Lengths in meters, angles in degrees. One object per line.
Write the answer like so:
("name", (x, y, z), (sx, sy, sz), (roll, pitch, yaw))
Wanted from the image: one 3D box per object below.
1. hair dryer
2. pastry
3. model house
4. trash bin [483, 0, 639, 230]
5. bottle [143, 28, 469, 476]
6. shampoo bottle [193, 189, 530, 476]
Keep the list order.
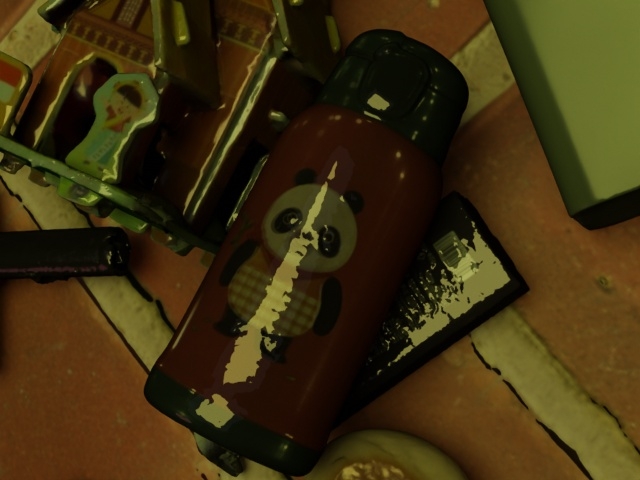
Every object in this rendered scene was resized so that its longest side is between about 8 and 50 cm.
("hair dryer", (-0.290, 0.025, 1.113), (0.251, 0.089, 0.197), (-7, 80, 24))
("pastry", (0.051, 0.227, 0.945), (0.156, 0.092, 0.156), (-5, 70, 13))
("model house", (-0.154, -0.185, 0.995), (0.340, 0.300, 0.324), (25, 86, 23))
("trash bin", (0.231, -0.203, 0.908), (0.223, 0.158, 0.343), (-21, 76, 18))
("bottle", (0.000, 0.000, 0.912), (0.144, 0.144, 0.336), (23, 83, 23))
("shampoo bottle", (0.019, 0.089, 0.995), (0.309, 0.071, 0.098), (-37, 72, 13))
